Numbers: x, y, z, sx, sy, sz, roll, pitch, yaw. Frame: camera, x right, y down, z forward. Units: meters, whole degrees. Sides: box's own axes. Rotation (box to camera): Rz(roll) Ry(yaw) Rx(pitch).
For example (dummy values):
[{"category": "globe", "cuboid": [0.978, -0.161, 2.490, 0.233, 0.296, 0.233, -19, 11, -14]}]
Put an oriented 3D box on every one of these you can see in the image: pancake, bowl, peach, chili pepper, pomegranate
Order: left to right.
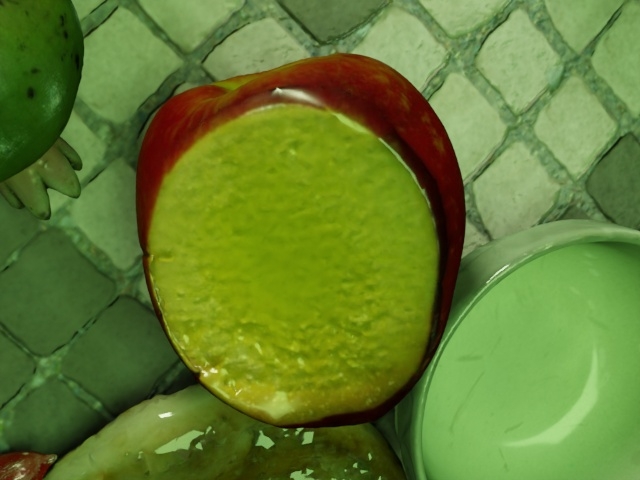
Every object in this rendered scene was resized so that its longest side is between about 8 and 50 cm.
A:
[{"category": "chili pepper", "cuboid": [-0.290, 0.216, 1.014, 0.191, 0.059, 0.050, -29, 133, -9]}, {"category": "pomegranate", "cuboid": [-0.241, -0.103, 0.906, 0.187, 0.187, 0.225, -38, 140, -9]}, {"category": "pancake", "cuboid": [-0.084, 0.291, 1.094, 0.387, 0.082, 0.387, -5, 104, -20]}, {"category": "peach", "cuboid": [0.000, 0.000, 0.975, 0.245, 0.248, 0.275, -21, 106, -52]}, {"category": "bowl", "cuboid": [0.193, 0.124, 1.117, 0.307, 0.163, 0.307, -5, 104, -19]}]
